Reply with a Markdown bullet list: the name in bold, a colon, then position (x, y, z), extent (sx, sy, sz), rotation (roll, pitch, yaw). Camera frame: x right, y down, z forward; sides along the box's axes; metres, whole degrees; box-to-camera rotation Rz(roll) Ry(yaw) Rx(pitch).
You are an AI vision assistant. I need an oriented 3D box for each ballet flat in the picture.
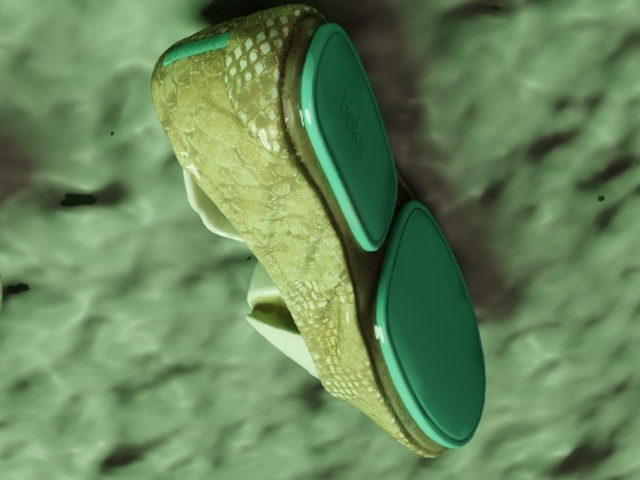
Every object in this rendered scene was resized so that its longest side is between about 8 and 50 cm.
- **ballet flat**: position (0.000, 0.000, 0.639), extent (0.067, 0.073, 0.206), rotation (2, 139, 25)

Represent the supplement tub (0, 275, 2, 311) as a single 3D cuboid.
- **supplement tub**: position (-0.161, 0.027, 0.612), extent (0.107, 0.071, 0.071), rotation (-32, 133, 21)
